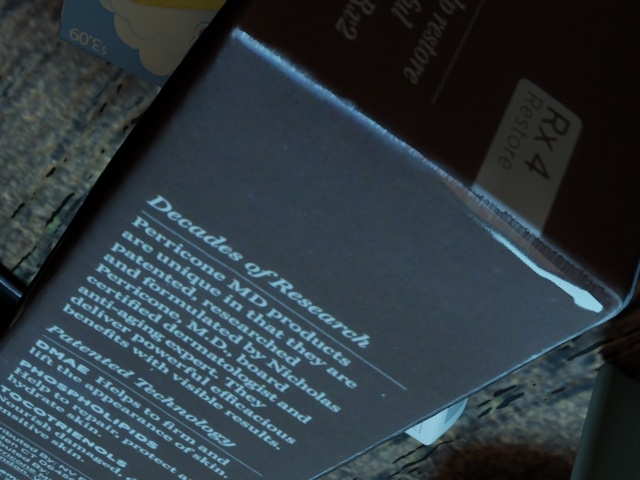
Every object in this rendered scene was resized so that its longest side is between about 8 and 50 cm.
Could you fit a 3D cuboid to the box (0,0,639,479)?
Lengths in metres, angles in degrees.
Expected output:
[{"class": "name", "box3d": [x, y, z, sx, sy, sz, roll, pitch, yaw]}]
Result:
[{"class": "box", "box3d": [-0.020, -0.008, 0.521, 0.143, 0.191, 0.381, 35, 143, -12]}]

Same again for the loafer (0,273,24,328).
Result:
[{"class": "loafer", "box3d": [-0.201, 0.106, 0.900, 0.302, 0.109, 0.095, 40, 129, -7]}]

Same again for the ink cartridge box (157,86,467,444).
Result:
[{"class": "ink cartridge box", "box3d": [0.000, 0.000, 0.768, 0.224, 0.056, 0.181, 31, 137, 24]}]

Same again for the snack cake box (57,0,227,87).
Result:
[{"class": "snack cake box", "box3d": [0.016, -0.120, 0.618, 0.264, 0.089, 0.152, 26, 133, 3]}]

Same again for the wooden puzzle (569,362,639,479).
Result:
[{"class": "wooden puzzle", "box3d": [0.246, 0.166, 0.663, 0.238, 0.221, 0.044, 17, 122, 12]}]
